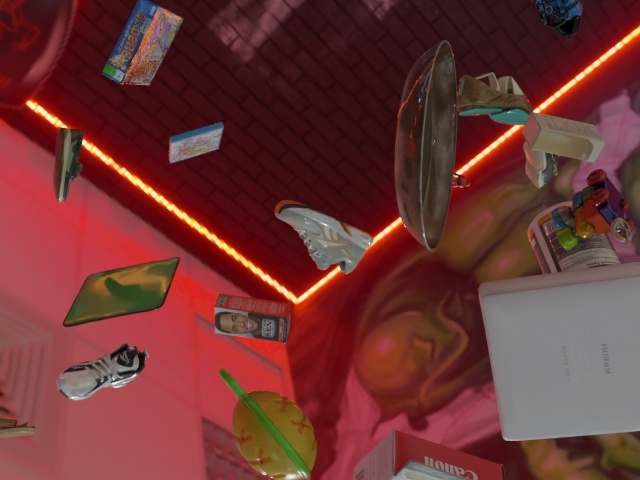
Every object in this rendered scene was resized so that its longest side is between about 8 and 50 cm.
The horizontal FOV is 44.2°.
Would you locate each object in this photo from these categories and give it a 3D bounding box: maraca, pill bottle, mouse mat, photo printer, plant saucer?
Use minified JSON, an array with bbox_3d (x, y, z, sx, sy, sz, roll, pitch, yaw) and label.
[{"bbox_3d":[-0.076,0.248,1.069,0.186,0.099,0.127,46,162,18],"label":"maraca"},{"bbox_3d":[0.573,0.063,1.729,0.162,0.162,0.278,33,-145,-45],"label":"pill bottle"},{"bbox_3d":[-0.344,0.088,1.375,0.152,0.189,0.007,-83,-21,-56],"label":"mouse mat"},{"bbox_3d":[0.413,0.169,1.197,0.107,0.307,0.256,-29,-70,-74],"label":"photo printer"},{"bbox_3d":[0.159,-0.140,1.180,0.310,0.050,0.310,4,-90,-72],"label":"plant saucer"}]

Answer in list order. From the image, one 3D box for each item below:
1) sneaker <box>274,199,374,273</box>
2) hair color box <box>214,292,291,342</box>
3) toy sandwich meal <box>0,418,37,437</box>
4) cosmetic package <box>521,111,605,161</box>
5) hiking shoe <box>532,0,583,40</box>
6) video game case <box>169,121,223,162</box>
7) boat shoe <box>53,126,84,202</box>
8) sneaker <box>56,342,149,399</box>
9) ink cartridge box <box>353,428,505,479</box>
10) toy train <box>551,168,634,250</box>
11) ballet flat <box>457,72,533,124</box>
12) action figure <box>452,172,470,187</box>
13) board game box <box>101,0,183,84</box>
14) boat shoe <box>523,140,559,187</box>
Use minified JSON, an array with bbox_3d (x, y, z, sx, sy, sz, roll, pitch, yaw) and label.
[{"bbox_3d":[0.000,0.000,1.752,0.262,0.121,0.099,24,-178,-32],"label":"sneaker"},{"bbox_3d":[-0.129,0.149,1.504,0.141,0.072,0.043,8,-142,4],"label":"hair color box"},{"bbox_3d":[-0.556,0.336,1.423,0.085,0.085,0.029,22,-125,-57],"label":"toy sandwich meal"},{"bbox_3d":[0.389,-0.166,1.266,0.115,0.041,0.060,10,-143,-11],"label":"cosmetic package"},{"bbox_3d":[0.524,-0.547,1.752,0.304,0.113,0.132,4,-99,-53],"label":"hiking shoe"},{"bbox_3d":[-0.281,-0.218,1.771,0.166,0.119,0.015,138,113,-75],"label":"video game case"},{"bbox_3d":[-0.475,-0.141,1.494,0.049,0.152,0.056,-3,-145,-32],"label":"boat shoe"},{"bbox_3d":[-0.519,0.310,1.932,0.235,0.153,0.094,7,-131,-54],"label":"sneaker"},{"bbox_3d":[0.275,0.572,1.865,0.309,0.272,0.130,22,-139,-16],"label":"ink cartridge box"},{"bbox_3d":[0.530,-0.027,1.555,0.105,0.143,0.248,46,-149,-14],"label":"toy train"},{"bbox_3d":[0.475,-0.389,2.135,0.342,0.116,0.124,-1,-94,-44],"label":"ballet flat"},{"bbox_3d":[0.322,-0.155,1.959,0.115,0.030,0.038,16,-112,-17],"label":"action figure"},{"bbox_3d":[-0.292,-0.327,1.313,0.035,0.136,0.201,29,-169,-4],"label":"board game box"},{"bbox_3d":[0.555,-0.208,1.963,0.081,0.068,0.228,57,-179,23],"label":"boat shoe"}]
